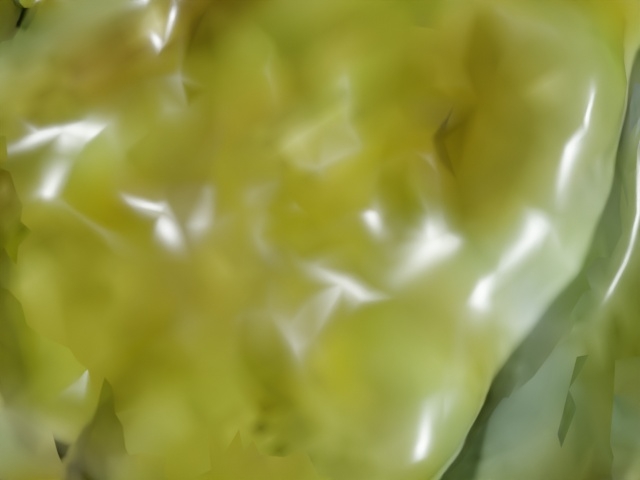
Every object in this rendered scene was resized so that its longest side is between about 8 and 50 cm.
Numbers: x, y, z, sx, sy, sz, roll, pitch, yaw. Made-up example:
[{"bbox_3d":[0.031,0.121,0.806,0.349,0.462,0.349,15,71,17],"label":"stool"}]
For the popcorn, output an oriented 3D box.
[{"bbox_3d":[0.004,-0.005,0.420,0.282,0.282,0.247,22,4,13],"label":"popcorn"}]
